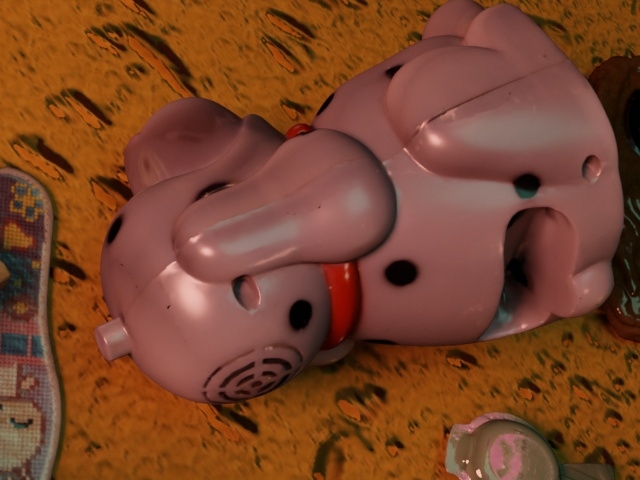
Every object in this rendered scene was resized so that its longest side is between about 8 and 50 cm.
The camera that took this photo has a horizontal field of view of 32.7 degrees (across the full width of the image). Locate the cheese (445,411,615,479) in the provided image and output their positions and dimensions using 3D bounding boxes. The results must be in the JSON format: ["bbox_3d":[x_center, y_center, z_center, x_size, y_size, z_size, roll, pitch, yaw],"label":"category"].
[{"bbox_3d":[0.124,0.139,0.634,0.120,0.026,0.067,25,59,-18],"label":"cheese"}]

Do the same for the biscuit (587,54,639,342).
[{"bbox_3d":[0.270,-0.042,0.792,0.208,0.041,0.290,39,54,-8],"label":"biscuit"}]

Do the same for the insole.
[{"bbox_3d":[-0.155,0.053,0.526,0.065,0.004,0.197,10,64,-26],"label":"insole"}]

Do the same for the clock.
[{"bbox_3d":[0.001,-0.003,0.560,0.253,0.189,0.189,-18,78,-19],"label":"clock"}]

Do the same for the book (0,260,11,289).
[{"bbox_3d":[-0.296,-0.067,0.433,0.322,0.018,0.228,51,29,1],"label":"book"}]
